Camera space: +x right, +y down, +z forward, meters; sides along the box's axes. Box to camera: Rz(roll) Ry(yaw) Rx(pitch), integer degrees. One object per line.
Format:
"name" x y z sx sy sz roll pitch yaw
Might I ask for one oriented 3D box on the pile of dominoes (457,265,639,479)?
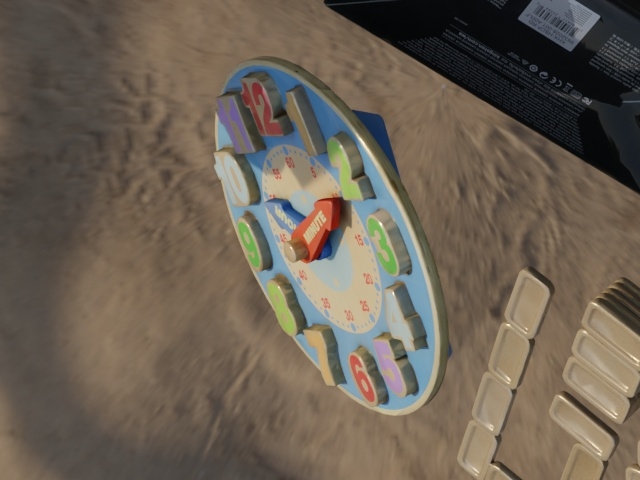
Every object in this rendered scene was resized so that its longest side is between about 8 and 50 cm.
"pile of dominoes" 0.209 0.139 1.433 0.196 0.251 0.040 39 52 23

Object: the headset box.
"headset box" 0.158 -0.201 1.107 0.218 0.293 0.110 30 139 -7

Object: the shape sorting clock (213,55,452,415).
"shape sorting clock" 0.000 0.000 1.024 0.040 0.206 0.206 -22 93 -25
